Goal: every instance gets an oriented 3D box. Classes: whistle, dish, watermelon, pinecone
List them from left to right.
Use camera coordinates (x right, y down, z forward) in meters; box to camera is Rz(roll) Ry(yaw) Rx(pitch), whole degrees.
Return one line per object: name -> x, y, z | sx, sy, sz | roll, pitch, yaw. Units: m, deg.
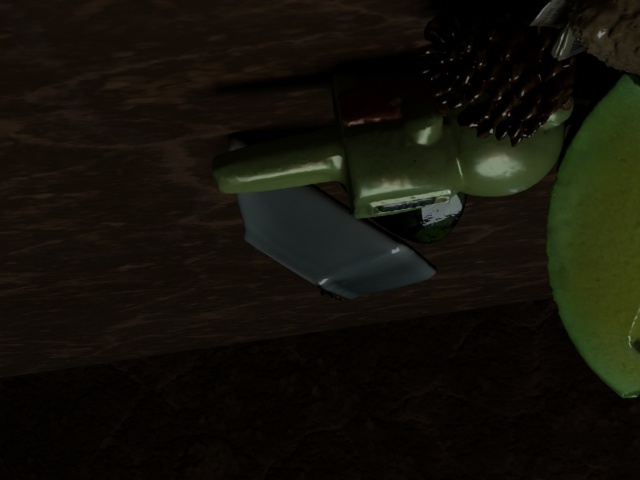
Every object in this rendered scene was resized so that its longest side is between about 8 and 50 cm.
dish -> 0.000, 0.000, 1.499 | 0.182, 0.080, 0.243 | 33, 180, 12
whistle -> 0.061, -0.075, 1.238 | 0.288, 0.106, 0.131 | -8, 169, -1
watermelon -> 0.078, -0.057, 1.491 | 0.125, 0.135, 0.094 | -11, -148, 9
pinecone -> 0.118, -0.114, 1.080 | 0.102, 0.102, 0.109 | -14, 159, 43

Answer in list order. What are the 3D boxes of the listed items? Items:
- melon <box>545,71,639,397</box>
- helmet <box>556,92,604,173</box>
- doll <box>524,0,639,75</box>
melon -> 0.264, -0.016, 1.290 | 0.196, 0.124, 0.323 | -11, 141, -26
helmet -> 0.273, -0.076, 1.399 | 0.153, 0.107, 0.177 | -39, 130, 23
doll -> 0.187, -0.145, 0.870 | 0.221, 0.105, 0.115 | -5, -142, 48
